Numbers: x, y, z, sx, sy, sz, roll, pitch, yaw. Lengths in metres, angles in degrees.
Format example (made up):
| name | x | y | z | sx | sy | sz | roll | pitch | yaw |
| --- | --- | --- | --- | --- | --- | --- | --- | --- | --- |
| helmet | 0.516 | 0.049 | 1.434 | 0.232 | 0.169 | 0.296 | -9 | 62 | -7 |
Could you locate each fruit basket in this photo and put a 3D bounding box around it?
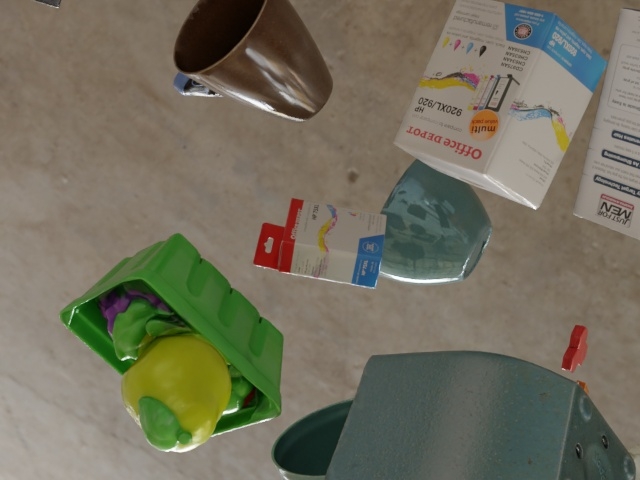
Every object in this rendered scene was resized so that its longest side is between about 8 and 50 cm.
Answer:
| name | x | y | z | sx | sy | sz | roll | pitch | yaw |
| --- | --- | --- | --- | --- | --- | --- | --- | --- | --- |
| fruit basket | -0.247 | 0.218 | 1.756 | 0.283 | 0.392 | 0.392 | -23 | 116 | 38 |

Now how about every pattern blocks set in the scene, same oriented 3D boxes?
| name | x | y | z | sx | sy | sz | roll | pitch | yaw |
| --- | --- | --- | --- | --- | --- | --- | --- | --- | --- |
| pattern blocks set | 0.394 | 0.331 | 1.752 | 0.026 | 0.285 | 0.324 | 17 | 137 | 29 |

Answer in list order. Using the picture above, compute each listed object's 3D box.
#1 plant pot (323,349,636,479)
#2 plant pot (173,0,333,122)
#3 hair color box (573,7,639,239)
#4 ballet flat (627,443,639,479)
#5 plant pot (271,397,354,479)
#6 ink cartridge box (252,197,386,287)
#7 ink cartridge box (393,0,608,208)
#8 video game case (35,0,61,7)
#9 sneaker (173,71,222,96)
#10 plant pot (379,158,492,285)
| name | x | y | z | sx | sy | sz | roll | pitch | yaw |
| --- | --- | --- | --- | --- | --- | --- | --- | --- | --- |
| plant pot | 0.185 | 0.265 | 1.109 | 0.252 | 0.247 | 0.248 | -18 | 124 | 36 |
| plant pot | -0.090 | -0.305 | 1.766 | 0.215 | 0.215 | 0.230 | -4 | 149 | 45 |
| hair color box | 0.536 | -0.182 | 1.672 | 0.174 | 0.105 | 0.347 | 30 | 116 | 51 |
| ballet flat | 0.389 | 0.293 | 1.349 | 0.086 | 0.086 | 0.248 | 53 | 158 | -24 |
| plant pot | 0.078 | 0.433 | 1.899 | 0.293 | 0.293 | 0.196 | -1 | 111 | 43 |
| ink cartridge box | 0.000 | 0.000 | 1.940 | 0.231 | 0.134 | 0.078 | 10 | 129 | 0 |
| ink cartridge box | 0.249 | -0.192 | 1.460 | 0.171 | 0.232 | 0.168 | 25 | -178 | 41 |
| video game case | -0.520 | -0.507 | 1.681 | 0.274 | 0.196 | 0.026 | 12 | -164 | -37 |
| sneaker | -0.161 | -0.307 | 1.984 | 0.090 | 0.232 | 0.081 | 52 | 146 | 25 |
| plant pot | 0.253 | -0.017 | 2.252 | 0.195 | 0.290 | 0.290 | 29 | 147 | 18 |
